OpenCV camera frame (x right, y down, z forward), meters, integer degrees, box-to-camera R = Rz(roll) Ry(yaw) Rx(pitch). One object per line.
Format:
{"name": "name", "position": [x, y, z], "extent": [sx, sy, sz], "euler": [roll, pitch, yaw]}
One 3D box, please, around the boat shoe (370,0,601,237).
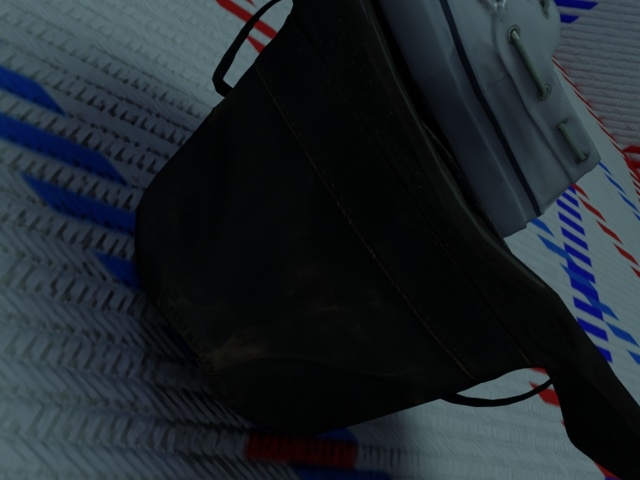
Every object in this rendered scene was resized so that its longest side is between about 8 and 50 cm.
{"name": "boat shoe", "position": [0.067, -0.091, 0.501], "extent": [0.083, 0.076, 0.226], "euler": [59, 3, 38]}

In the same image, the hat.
{"name": "hat", "position": [0.000, 0.000, 0.475], "extent": [0.331, 0.134, 0.331], "euler": [58, 3, -5]}
